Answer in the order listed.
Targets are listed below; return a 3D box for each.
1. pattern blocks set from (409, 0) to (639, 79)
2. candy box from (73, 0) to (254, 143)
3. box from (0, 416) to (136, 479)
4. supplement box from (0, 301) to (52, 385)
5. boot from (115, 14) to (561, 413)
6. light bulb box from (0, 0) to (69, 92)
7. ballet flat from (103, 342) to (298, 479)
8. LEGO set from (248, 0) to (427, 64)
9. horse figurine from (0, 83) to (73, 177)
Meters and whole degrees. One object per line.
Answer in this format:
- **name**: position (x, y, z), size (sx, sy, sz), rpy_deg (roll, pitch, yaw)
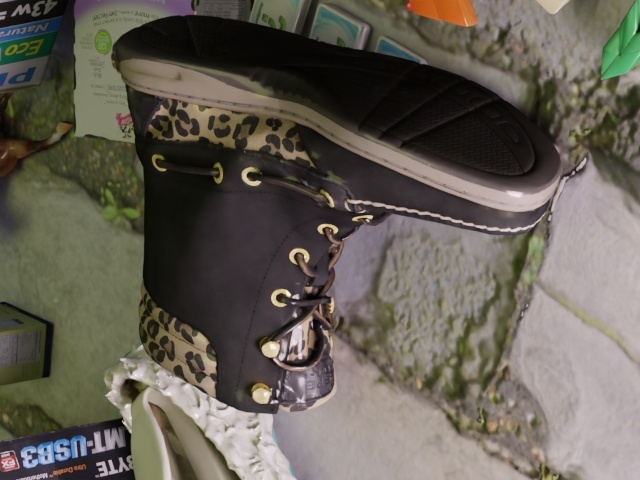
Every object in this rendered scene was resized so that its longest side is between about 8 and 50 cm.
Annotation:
- **pattern blocks set**: position (0.144, -0.269, 1.368), size (0.285, 0.026, 0.325), rpy_deg (-42, 82, 36)
- **candy box**: position (-0.136, -0.180, 1.686), size (0.165, 0.070, 0.196), rpy_deg (10, 102, 44)
- **box**: position (-0.320, 0.244, 1.772), size (0.295, 0.293, 0.073), rpy_deg (-30, 75, 43)
- **supplement box**: position (-0.317, 0.100, 1.897), size (0.083, 0.083, 0.056), rpy_deg (20, 110, 42)
- **boot**: position (0.000, 0.000, 1.523), size (0.377, 0.138, 0.284), rpy_deg (18, 120, 25)
- **light bulb box**: position (-0.363, -0.353, 1.699), size (0.358, 0.225, 0.361), rpy_deg (66, 151, 22)
- **ballet flat**: position (-0.069, 0.256, 1.636), size (0.147, 0.147, 0.409), rpy_deg (-44, 66, 39)
- **LEGO set**: position (0.022, -0.218, 1.533), size (0.182, 0.060, 0.244), rpy_deg (35, 118, 33)
- **horse figurine**: position (-0.341, -0.138, 1.904), size (0.174, 0.066, 0.263), rpy_deg (-42, 68, 33)
